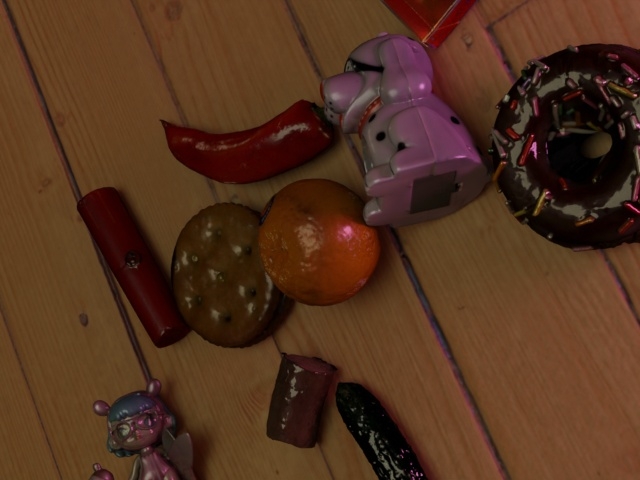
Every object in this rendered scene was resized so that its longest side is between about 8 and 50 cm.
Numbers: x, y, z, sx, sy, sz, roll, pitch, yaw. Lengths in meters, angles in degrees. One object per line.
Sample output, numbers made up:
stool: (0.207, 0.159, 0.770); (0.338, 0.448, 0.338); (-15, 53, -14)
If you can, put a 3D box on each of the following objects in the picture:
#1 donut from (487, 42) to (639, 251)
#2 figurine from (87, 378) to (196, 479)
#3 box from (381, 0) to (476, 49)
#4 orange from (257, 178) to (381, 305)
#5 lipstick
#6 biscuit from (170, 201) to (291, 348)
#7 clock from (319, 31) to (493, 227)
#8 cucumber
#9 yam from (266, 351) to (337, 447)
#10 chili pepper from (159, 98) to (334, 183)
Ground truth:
donut: (0.327, -0.116, 1.439); (0.270, 0.103, 0.269); (-2, 86, 32)
figurine: (-0.274, 0.359, 1.809); (0.205, 0.103, 0.260); (-24, 79, 4)
box: (0.168, -0.359, 1.577); (0.175, 0.048, 0.112); (-49, 67, 22)
orange: (-0.003, 0.002, 1.617); (0.178, 0.155, 0.177); (-6, 82, 52)
lipstick: (-0.296, 0.039, 1.859); (0.073, 0.073, 0.279); (-42, 68, 25)
biscuit: (-0.135, 0.054, 1.755); (0.221, 0.066, 0.220); (-1, 88, 34)
clock: (0.102, -0.165, 1.554); (0.189, 0.189, 0.254); (-32, 66, 28)
cucumber: (0.092, 0.289, 1.605); (0.067, 0.067, 0.245); (-41, 68, 26)
yam: (-0.030, 0.229, 1.675); (0.084, 0.084, 0.127); (18, 99, 32)
chili pepper: (-0.104, -0.152, 1.730); (0.369, 0.092, 0.137); (-8, 73, 30)
